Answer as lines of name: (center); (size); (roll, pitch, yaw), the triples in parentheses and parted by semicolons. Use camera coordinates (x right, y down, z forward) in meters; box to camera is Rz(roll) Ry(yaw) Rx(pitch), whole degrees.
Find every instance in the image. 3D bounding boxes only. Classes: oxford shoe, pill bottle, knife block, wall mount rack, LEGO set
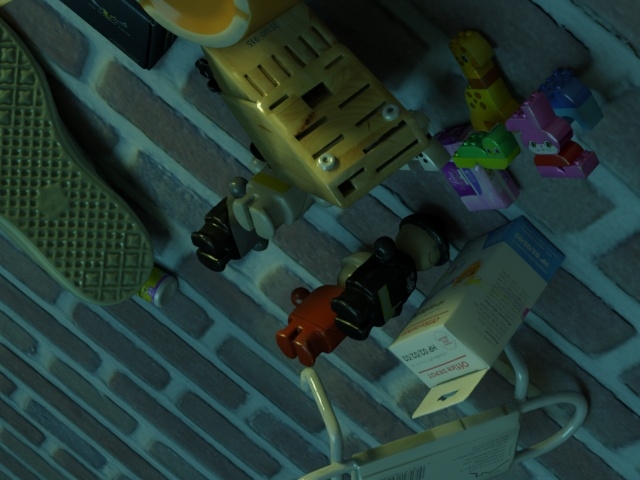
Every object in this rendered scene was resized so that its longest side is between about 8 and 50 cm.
oxford shoe: (-0.359, -0.107, 1.675); (0.449, 0.169, 0.130); (54, 169, -27)
pill bottle: (-0.226, 0.049, 1.843); (0.083, 0.043, 0.043); (27, 149, 20)
knife block: (-0.008, -0.097, 1.245); (0.275, 0.088, 0.242); (49, 173, 28)
wall mount rack: (0.094, 0.217, 1.526); (0.304, 0.350, 0.130); (91, 159, -51)
LEGO set: (0.136, -0.115, 1.170); (0.227, 0.087, 0.093); (5, 134, 54)

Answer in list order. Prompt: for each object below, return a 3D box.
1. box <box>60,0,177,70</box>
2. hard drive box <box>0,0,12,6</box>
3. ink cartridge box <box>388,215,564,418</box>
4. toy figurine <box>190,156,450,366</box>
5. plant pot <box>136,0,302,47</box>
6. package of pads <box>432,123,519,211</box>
box: (-0.229, -0.266, 1.333); (0.233, 0.059, 0.183); (38, 169, -3)
hard drive box: (-0.242, -0.317, 1.162); (0.181, 0.089, 0.232); (-12, 105, 23)
ink cartridge box: (0.133, 0.071, 1.328); (0.061, 0.181, 0.104); (43, 150, -8)
toy figurine: (0.000, 0.000, 1.431); (0.209, 0.148, 0.213); (47, 153, -2)
plant pot: (-0.054, -0.251, 1.080); (0.205, 0.188, 0.205); (28, 149, 19)
package of pads: (0.135, -0.063, 1.291); (0.050, 0.032, 0.083); (-6, 128, 50)
